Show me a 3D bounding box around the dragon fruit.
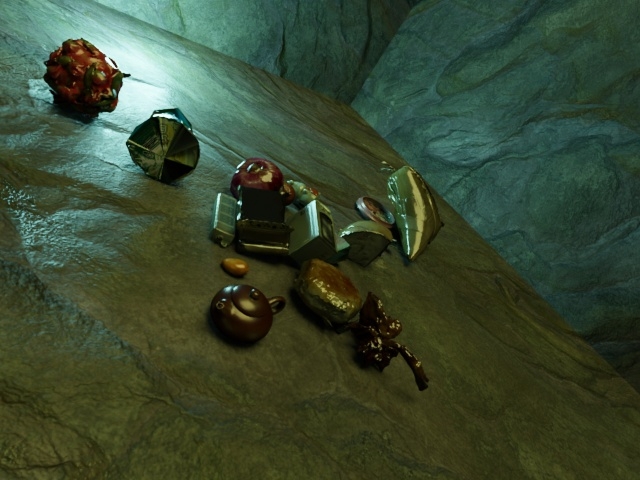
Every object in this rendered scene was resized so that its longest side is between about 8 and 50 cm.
[{"bbox_3d":[-0.829,-0.567,1.529,0.237,0.231,0.303,10,46,-59],"label":"dragon fruit"}]

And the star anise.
[{"bbox_3d":[0.220,0.335,1.391,0.237,0.148,0.346,-11,60,-52],"label":"star anise"}]

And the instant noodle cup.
[{"bbox_3d":[-0.543,-0.346,1.531,0.240,0.240,0.178,21,23,-26],"label":"instant noodle cup"}]

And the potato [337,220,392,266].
[{"bbox_3d":[0.178,-0.043,1.888,0.211,0.189,0.264,30,28,-10],"label":"potato"}]

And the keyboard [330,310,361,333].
[{"bbox_3d":[0.100,0.275,1.502,0.067,0.011,0.202,47,29,22],"label":"keyboard"}]

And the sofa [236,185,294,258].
[{"bbox_3d":[-0.210,-0.054,1.540,0.200,0.182,0.258,7,39,-16],"label":"sofa"}]

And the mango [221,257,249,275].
[{"bbox_3d":[-0.268,0.081,1.354,0.089,0.046,0.060,21,27,-2],"label":"mango"}]

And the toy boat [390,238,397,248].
[{"bbox_3d":[0.306,0.005,2.098,0.137,0.061,0.060,23,21,-7],"label":"toy boat"}]

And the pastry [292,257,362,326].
[{"bbox_3d":[0.023,0.174,1.454,0.235,0.121,0.257,35,19,-9],"label":"pastry"}]

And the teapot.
[{"bbox_3d":[-0.188,0.184,1.188,0.252,0.135,0.178,0,48,-47],"label":"teapot"}]

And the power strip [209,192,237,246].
[{"bbox_3d":[-0.336,-0.080,1.513,0.078,0.052,0.272,23,30,-22],"label":"power strip"}]

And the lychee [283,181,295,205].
[{"bbox_3d":[-0.162,-0.192,1.847,0.114,0.140,0.101,42,59,-30],"label":"lychee"}]

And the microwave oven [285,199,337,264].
[{"bbox_3d":[-0.030,-0.017,1.595,0.129,0.163,0.205,41,28,-34],"label":"microwave oven"}]

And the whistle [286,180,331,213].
[{"bbox_3d":[-0.059,-0.188,1.934,0.253,0.106,0.101,36,3,11],"label":"whistle"}]

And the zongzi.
[{"bbox_3d":[0.445,-0.184,2.235,0.500,0.218,0.467,64,27,-7],"label":"zongzi"}]

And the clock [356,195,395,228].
[{"bbox_3d":[0.297,-0.148,2.331,0.244,0.056,0.244,30,27,-17],"label":"clock"}]

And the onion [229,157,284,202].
[{"bbox_3d":[-0.235,-0.219,1.688,0.200,0.201,0.207,43,31,13],"label":"onion"}]

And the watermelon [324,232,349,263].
[{"bbox_3d":[0.000,0.000,1.748,0.154,0.094,0.241,-12,43,-19],"label":"watermelon"}]
